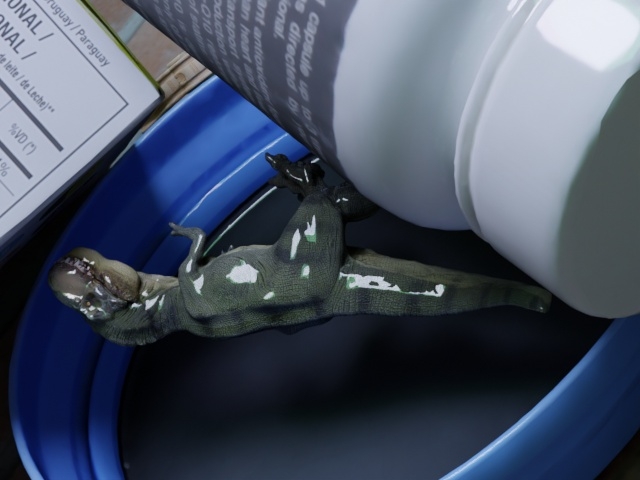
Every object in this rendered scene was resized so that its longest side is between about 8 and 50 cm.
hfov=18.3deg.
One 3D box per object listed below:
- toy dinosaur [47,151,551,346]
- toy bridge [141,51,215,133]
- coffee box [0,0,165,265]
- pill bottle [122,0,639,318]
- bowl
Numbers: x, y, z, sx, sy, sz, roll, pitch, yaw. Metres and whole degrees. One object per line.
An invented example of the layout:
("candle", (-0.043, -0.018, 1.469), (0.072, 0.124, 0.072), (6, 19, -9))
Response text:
("toy dinosaur", (0.000, 0.000, 0.969), (0.268, 0.064, 0.118), (-4, 50, 29))
("toy bridge", (-0.066, -0.111, 1.210), (0.063, 0.026, 0.188), (-40, 5, -42))
("coffee box", (-0.329, -0.074, 1.092), (0.334, 0.338, 0.337), (-43, 5, -11))
("pill bottle", (0.039, -0.133, 0.883), (0.204, 0.204, 0.361), (-43, 56, -10))
("bowl", (0.021, 0.022, 1.036), (0.391, 0.077, 0.391), (-21, 40, 18))
